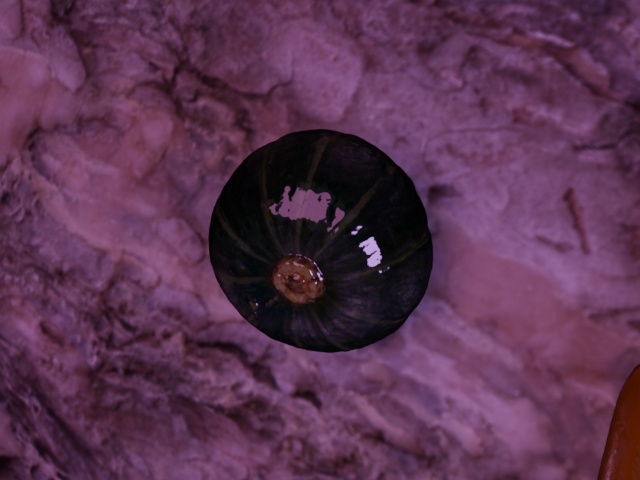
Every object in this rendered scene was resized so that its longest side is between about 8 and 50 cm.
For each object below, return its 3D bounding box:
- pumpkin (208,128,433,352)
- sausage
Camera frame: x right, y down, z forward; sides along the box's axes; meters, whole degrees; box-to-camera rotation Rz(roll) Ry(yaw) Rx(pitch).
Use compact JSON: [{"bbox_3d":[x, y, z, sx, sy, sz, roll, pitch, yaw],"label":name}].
[{"bbox_3d":[-0.001,0.001,0.718,0.167,0.167,0.125,-15,34,29],"label":"pumpkin"},{"bbox_3d":[0.207,0.156,0.627,0.062,0.054,0.183,20,99,62],"label":"sausage"}]
